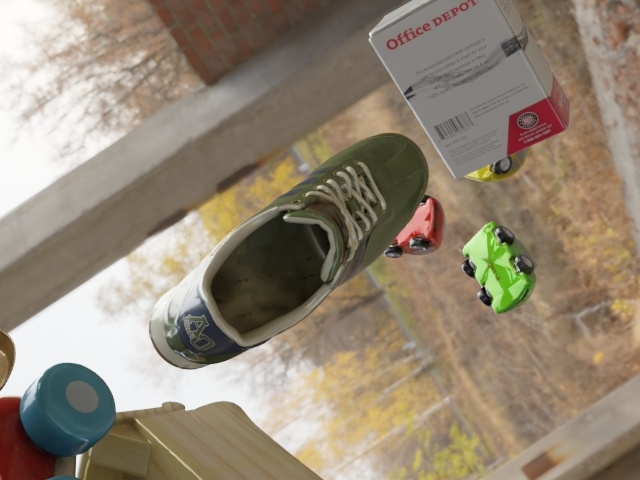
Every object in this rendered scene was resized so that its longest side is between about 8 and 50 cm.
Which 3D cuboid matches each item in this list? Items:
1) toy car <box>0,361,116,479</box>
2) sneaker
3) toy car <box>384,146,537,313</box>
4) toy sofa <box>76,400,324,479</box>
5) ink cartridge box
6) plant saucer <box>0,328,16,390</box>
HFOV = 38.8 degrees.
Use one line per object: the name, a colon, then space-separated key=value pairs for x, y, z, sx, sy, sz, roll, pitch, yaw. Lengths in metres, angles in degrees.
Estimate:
toy car: x=-0.315 y=0.195 z=0.697 sx=0.238 sy=0.219 sz=0.210 roll=28 pitch=-146 yaw=-33
sneaker: x=0.000 y=0.000 z=0.478 sx=0.064 sy=0.192 sz=0.086 roll=54 pitch=157 yaw=-4
toy car: x=0.169 y=-0.010 z=0.956 sx=0.053 sy=0.239 sz=0.225 roll=19 pitch=-146 yaw=-36
toy sofa: x=-0.079 y=0.296 z=0.864 sx=0.177 sy=0.150 sz=0.363 roll=1 pitch=-163 yaw=-42
ink cartridge box: x=0.128 y=-0.144 z=0.771 sx=0.150 sy=0.109 sz=0.063 roll=56 pitch=-149 yaw=-18
plant saucer: x=-0.264 y=0.101 z=0.678 sx=0.083 sy=0.083 sz=0.015 roll=56 pitch=168 yaw=43
